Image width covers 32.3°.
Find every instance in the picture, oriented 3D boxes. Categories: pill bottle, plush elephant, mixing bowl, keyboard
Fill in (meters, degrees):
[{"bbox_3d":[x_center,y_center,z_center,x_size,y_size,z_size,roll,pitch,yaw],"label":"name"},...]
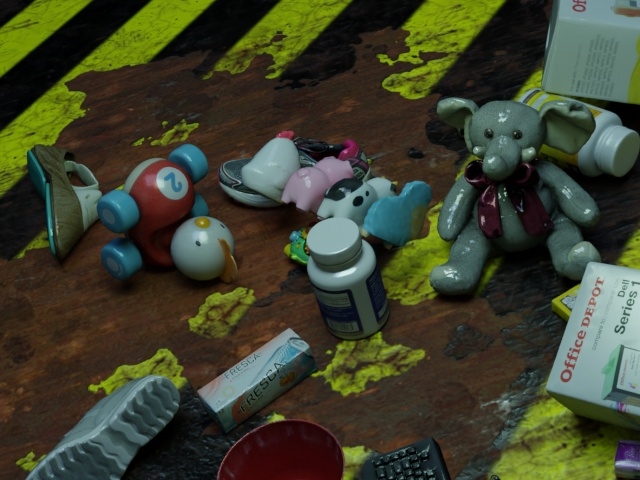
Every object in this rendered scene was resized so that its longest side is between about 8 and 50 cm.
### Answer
[{"bbox_3d":[0.040,0.058,1.756,0.112,0.186,0.112,-9,42,8],"label":"pill bottle"},{"bbox_3d":[0.307,-0.108,1.783,0.272,0.255,0.330,-4,41,23],"label":"plush elephant"},{"bbox_3d":[-0.045,0.349,1.537,0.182,0.098,0.181,-9,43,9],"label":"mixing bowl"},{"bbox_3d":[0.444,-0.184,1.934,0.117,0.117,0.215,-41,46,-24],"label":"pill bottle"},{"bbox_3d":[0.175,0.391,1.469,0.202,0.033,0.317,-17,42,1],"label":"keyboard"}]

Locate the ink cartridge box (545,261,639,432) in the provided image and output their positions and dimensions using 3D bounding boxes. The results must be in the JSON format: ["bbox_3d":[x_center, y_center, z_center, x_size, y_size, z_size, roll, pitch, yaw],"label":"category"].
[{"bbox_3d":[0.468,0.157,1.473,0.278,0.117,0.201,11,74,42],"label":"ink cartridge box"}]

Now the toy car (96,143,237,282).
[{"bbox_3d":[-0.229,-0.017,1.938,0.238,0.210,0.219,28,46,24],"label":"toy car"}]

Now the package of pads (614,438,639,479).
[{"bbox_3d":[0.438,0.295,1.481,0.083,0.032,0.050,2,42,21],"label":"package of pads"}]

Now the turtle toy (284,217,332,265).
[{"bbox_3d":[0.000,0.000,1.921,0.130,0.066,0.095,-29,42,-30],"label":"turtle toy"}]

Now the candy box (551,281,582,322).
[{"bbox_3d":[0.453,0.128,1.661,0.105,0.027,0.206,-27,42,-17],"label":"candy box"}]

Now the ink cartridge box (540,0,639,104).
[{"bbox_3d":[0.604,-0.370,1.968,0.385,0.160,0.279,9,41,8],"label":"ink cartridge box"}]

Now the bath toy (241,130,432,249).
[{"bbox_3d":[0.019,-0.094,1.881,0.348,0.151,0.129,23,87,37],"label":"bath toy"}]

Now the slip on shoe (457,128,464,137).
[{"bbox_3d":[0.274,-0.215,2.081,0.041,0.051,0.135,-37,50,-4],"label":"slip on shoe"}]

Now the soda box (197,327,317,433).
[{"bbox_3d":[-0.098,0.218,1.727,0.183,0.058,0.063,-34,44,-17],"label":"soda box"}]

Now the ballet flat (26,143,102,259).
[{"bbox_3d":[-0.494,-0.087,2.175,0.124,0.116,0.342,-8,34,-19],"label":"ballet flat"}]

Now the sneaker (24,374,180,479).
[{"bbox_3d":[-0.340,0.316,1.700,0.281,0.105,0.115,-39,17,-20],"label":"sneaker"}]

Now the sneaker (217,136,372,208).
[{"bbox_3d":[-0.051,-0.138,2.058,0.299,0.112,0.120,-2,44,18],"label":"sneaker"}]
